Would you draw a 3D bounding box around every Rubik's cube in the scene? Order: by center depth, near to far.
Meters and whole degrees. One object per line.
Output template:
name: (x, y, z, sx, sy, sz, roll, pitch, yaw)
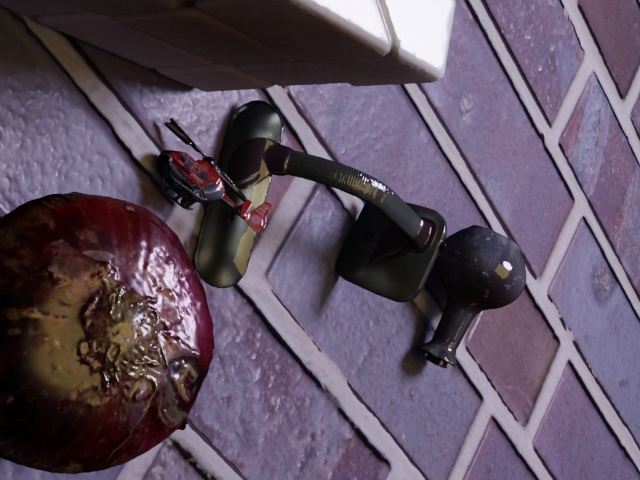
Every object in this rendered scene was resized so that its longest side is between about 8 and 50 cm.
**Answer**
Rubik's cube: (-0.074, -0.325, 1.162, 0.319, 0.316, 0.322, 18, 78, -49)

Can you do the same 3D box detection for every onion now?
onion: (-0.214, 0.082, 1.127, 0.246, 0.190, 0.246, 10, 72, -34)

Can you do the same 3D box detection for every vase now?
vase: (0.185, 0.075, 1.667, 0.120, 0.120, 0.183, 31, 83, -47)

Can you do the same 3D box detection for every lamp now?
lamp: (0.003, 0.000, 1.435, 0.283, 0.124, 0.203, 33, 78, -43)

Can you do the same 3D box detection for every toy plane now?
toy plane: (-0.113, -0.056, 1.324, 0.145, 0.037, 0.060, 38, 60, -15)
